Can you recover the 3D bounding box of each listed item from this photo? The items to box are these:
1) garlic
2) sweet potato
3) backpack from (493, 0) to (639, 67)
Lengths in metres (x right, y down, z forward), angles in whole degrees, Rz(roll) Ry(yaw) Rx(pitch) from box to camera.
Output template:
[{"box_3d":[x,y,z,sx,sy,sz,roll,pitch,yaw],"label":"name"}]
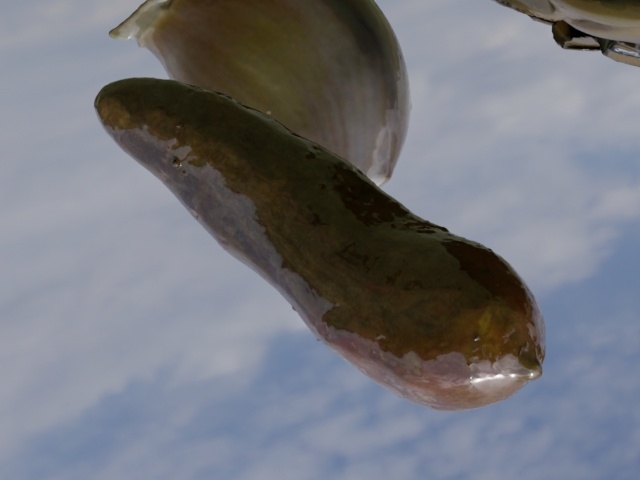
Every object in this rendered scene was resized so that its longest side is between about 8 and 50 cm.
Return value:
[{"box_3d":[0.000,-0.093,1.249,0.148,0.266,0.128,-43,159,23],"label":"garlic"},{"box_3d":[-0.001,0.000,0.970,0.292,0.097,0.097,34,-144,20],"label":"sweet potato"},{"box_3d":[0.252,-0.184,1.010,0.354,0.201,0.378,0,-174,-40],"label":"backpack"}]
